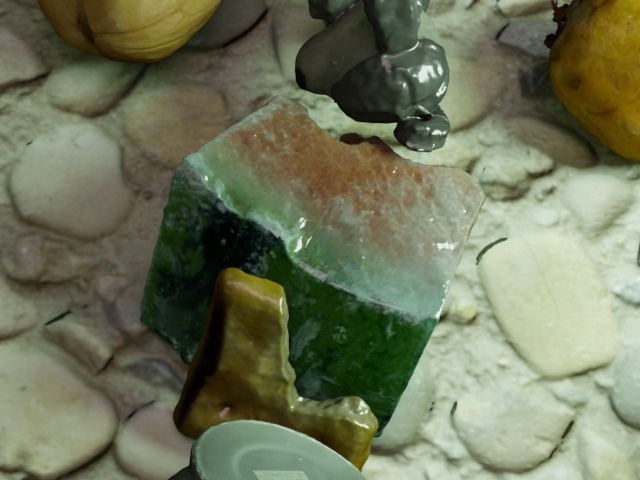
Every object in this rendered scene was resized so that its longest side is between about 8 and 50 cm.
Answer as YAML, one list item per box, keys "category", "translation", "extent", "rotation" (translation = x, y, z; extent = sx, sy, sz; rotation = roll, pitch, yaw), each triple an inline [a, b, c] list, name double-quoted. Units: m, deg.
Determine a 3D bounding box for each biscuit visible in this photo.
- category: "biscuit"
  translation: [-0.028, 0.126, 1.141]
  extent: [0.183, 0.174, 0.039]
  rotation: [23, 26, -1]

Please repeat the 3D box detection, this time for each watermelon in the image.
- category: "watermelon"
  translation: [-0.001, -0.001, 1.199]
  extent: [0.264, 0.151, 0.302]
  rotation: [28, 64, 4]

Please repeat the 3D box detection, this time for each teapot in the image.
- category: "teapot"
  translation: [-0.043, 0.256, 1.084]
  extent: [0.239, 0.149, 0.162]
  rotation: [16, 20, -21]

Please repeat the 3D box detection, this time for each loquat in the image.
- category: "loquat"
  translation: [0.329, -0.176, 1.326]
  extent: [0.234, 0.176, 0.187]
  rotation: [33, 48, 4]

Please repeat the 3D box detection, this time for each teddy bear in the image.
- category: "teddy bear"
  translation: [0.042, -0.207, 1.248]
  extent: [0.144, 0.171, 0.251]
  rotation: [-8, 43, 3]

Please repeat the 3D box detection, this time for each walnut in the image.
- category: "walnut"
  translation: [-0.177, -0.280, 1.290]
  extent: [0.193, 0.193, 0.225]
  rotation: [31, 65, 7]
